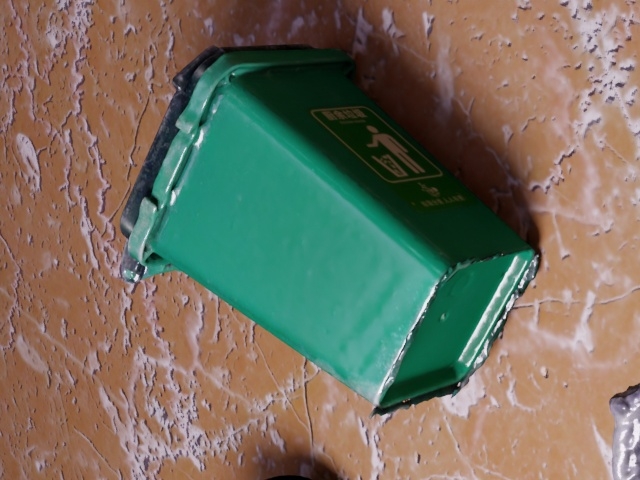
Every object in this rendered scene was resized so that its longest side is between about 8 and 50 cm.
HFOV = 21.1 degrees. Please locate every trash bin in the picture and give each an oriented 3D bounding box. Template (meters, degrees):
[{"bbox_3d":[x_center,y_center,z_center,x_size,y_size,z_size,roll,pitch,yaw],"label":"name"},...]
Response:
[{"bbox_3d":[0.000,0.000,1.785,0.381,0.259,0.295,40,118,27],"label":"trash bin"}]

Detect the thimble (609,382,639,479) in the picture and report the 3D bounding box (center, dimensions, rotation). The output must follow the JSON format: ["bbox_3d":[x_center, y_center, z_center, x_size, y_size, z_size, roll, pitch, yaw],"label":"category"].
[{"bbox_3d":[0.383,0.204,1.526,0.245,0.157,0.217,54,133,19],"label":"thimble"}]

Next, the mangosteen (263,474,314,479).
[{"bbox_3d":[-0.064,0.366,2.006,0.194,0.230,0.194,-19,65,47],"label":"mangosteen"}]
